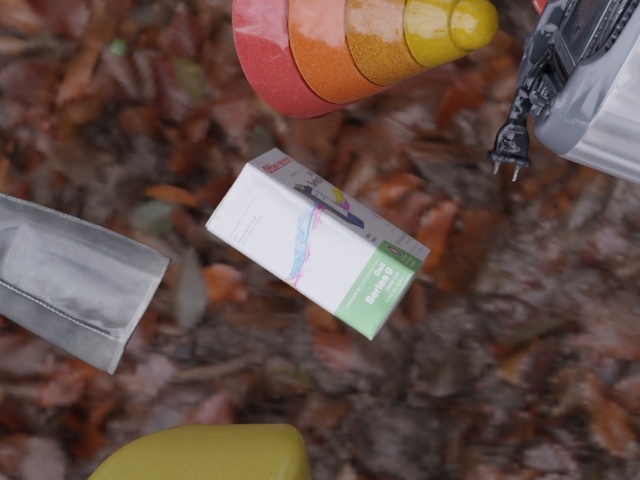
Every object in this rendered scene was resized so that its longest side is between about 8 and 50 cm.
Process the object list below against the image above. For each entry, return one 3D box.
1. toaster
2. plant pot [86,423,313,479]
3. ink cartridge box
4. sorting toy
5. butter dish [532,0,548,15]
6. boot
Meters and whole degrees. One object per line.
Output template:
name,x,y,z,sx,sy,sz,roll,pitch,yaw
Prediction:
toaster,0.186,-0.098,0.793,0.146,0.129,0.227,22,109,-8
plant pot,-0.036,0.105,0.621,0.081,0.083,0.081,-2,121,17
ink cartridge box,0.000,0.000,1.918,0.212,0.154,0.093,32,102,5
sorting toy,-0.011,-0.199,0.851,0.126,0.365,0.127,12,55,40
butter dish,0.259,-0.143,1.274,0.160,0.118,0.160,-32,44,-6
boot,-0.234,0.037,1.278,0.189,0.208,0.076,-54,18,31
